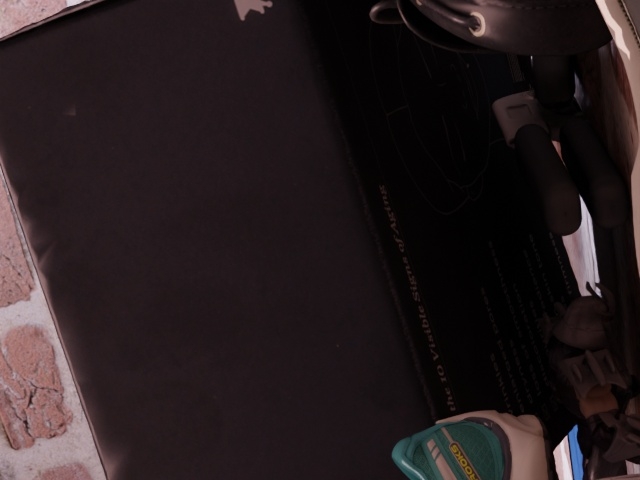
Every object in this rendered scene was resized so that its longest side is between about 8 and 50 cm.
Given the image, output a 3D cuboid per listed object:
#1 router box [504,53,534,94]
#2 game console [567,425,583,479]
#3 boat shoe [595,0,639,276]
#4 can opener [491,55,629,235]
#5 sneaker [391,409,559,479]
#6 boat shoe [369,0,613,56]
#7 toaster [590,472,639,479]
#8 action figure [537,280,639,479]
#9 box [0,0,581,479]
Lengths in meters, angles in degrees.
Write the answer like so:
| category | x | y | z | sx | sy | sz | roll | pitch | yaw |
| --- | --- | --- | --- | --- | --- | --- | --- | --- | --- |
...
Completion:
| category | x | y | z | sx | sy | sz | roll | pitch | yaw |
| --- | --- | --- | --- | --- | --- | --- | --- | --- | --- |
| router box | 0.203 | -0.165 | 2.069 | 0.133 | 0.046 | 0.179 | 77 | -176 | -52 |
| game console | 0.228 | 0.284 | 2.119 | 0.173 | 0.250 | 0.293 | 51 | 170 | 24 |
| boat shoe | 0.177 | -0.086 | 0.774 | 0.099 | 0.116 | 0.319 | -38 | 41 | 41 |
| can opener | 0.191 | -0.087 | 1.604 | 0.280 | 0.074 | 0.093 | -98 | -2 | -64 |
| sneaker | 0.096 | 0.240 | 1.168 | 0.107 | 0.110 | 0.275 | 61 | -156 | -68 |
| boat shoe | 0.112 | -0.208 | 1.342 | 0.500 | 0.186 | 0.156 | -119 | 24 | -79 |
| toaster | 0.208 | 0.211 | 1.131 | 0.227 | 0.129 | 0.146 | 56 | -153 | -76 |
| action figure | 0.229 | 0.164 | 1.566 | 0.185 | 0.099 | 0.285 | -76 | -19 | -69 |
| box | 0.000 | 0.000 | 1.666 | 0.472 | 0.297 | 0.480 | -27 | -80 | -69 |
